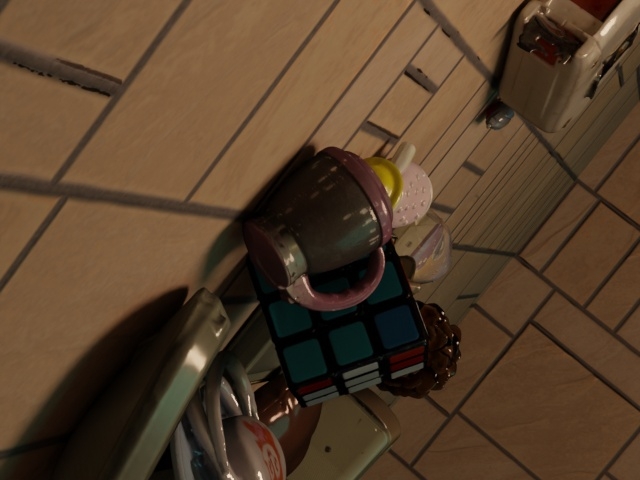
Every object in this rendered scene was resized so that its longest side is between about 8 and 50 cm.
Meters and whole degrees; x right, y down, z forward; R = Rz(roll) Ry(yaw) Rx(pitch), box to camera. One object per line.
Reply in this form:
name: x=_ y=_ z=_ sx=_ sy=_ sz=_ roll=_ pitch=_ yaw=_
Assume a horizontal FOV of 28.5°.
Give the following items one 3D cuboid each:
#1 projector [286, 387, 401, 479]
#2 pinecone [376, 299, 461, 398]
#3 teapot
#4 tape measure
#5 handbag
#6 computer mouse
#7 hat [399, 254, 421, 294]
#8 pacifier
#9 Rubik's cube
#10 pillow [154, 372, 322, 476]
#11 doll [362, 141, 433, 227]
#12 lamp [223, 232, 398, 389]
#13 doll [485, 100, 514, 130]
projector: x=0.042 y=0.394 z=2.483 sx=0.242 sy=0.163 sz=0.177 roll=-50 pitch=169 yaw=7
pinecone: x=0.164 y=0.192 z=2.319 sx=0.204 sy=0.179 sz=0.184 roll=69 pitch=38 yaw=-57
teapot: x=-0.006 y=-0.007 z=1.282 sx=0.146 sy=0.116 sz=0.148 roll=-33 pitch=141 yaw=-17
tape measure: x=0.356 y=-0.279 z=1.724 sx=0.265 sy=0.130 sz=0.258 roll=-47 pitch=165 yaw=-15
handbag: x=0.149 y=0.011 z=1.917 sx=0.117 sy=0.095 sz=0.173 roll=-48 pitch=165 yaw=6
computer mouse: x=-0.193 y=0.191 z=1.245 sx=0.331 sy=0.095 sz=0.197 roll=-61 pitch=-176 yaw=16
hat: x=0.072 y=0.081 z=1.734 sx=0.175 sy=0.085 sz=0.147 roll=-85 pitch=-164 yaw=-65
pacifier: x=-0.167 y=0.276 z=1.459 sx=0.233 sy=0.244 sz=0.299 roll=-20 pitch=177 yaw=6
Rubik's cube: x=0.022 y=0.080 z=1.400 sx=0.162 sy=0.160 sz=0.163 roll=-19 pitch=165 yaw=-1
pillow: x=-0.122 y=0.305 z=1.734 sx=0.308 sy=0.108 sz=0.305 roll=-32 pitch=160 yaw=-28
doll: x=0.079 y=-0.057 z=1.504 sx=0.207 sy=0.081 sz=0.129 roll=-4 pitch=114 yaw=-69
lamp: x=-0.012 y=0.080 z=1.663 sx=0.266 sy=0.047 sz=0.269 roll=-52 pitch=167 yaw=6
doll: x=0.270 y=-0.189 z=1.883 sx=0.057 sy=0.039 sz=0.114 roll=-18 pitch=-159 yaw=35
